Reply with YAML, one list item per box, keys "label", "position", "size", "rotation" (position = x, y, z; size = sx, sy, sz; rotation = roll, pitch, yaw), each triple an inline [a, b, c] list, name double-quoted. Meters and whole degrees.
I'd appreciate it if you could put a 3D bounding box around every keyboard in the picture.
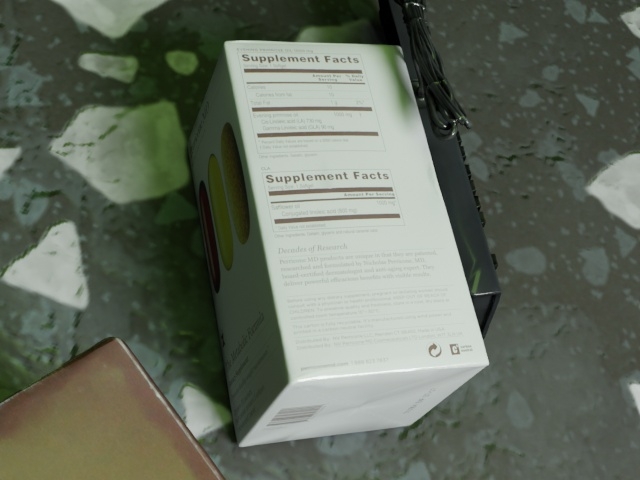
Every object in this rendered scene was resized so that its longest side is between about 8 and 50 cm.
- label: "keyboard"
  position: [0.083, -0.099, 0.754]
  size: [0.033, 0.201, 0.317]
  rotation: [-14, 67, 2]

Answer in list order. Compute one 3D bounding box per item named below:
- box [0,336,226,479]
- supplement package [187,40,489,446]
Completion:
- label: "box"
  position: [-0.061, 0.258, 0.521]
  size: [0.143, 0.191, 0.381]
  rotation: [-30, 76, -29]
- label: "supplement package"
  position: [0.000, 0.000, 0.705]
  size: [0.134, 0.139, 0.244]
  rotation: [-3, 64, -21]
